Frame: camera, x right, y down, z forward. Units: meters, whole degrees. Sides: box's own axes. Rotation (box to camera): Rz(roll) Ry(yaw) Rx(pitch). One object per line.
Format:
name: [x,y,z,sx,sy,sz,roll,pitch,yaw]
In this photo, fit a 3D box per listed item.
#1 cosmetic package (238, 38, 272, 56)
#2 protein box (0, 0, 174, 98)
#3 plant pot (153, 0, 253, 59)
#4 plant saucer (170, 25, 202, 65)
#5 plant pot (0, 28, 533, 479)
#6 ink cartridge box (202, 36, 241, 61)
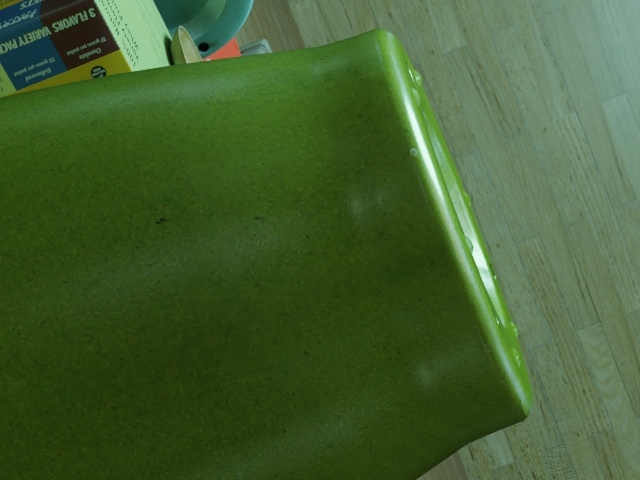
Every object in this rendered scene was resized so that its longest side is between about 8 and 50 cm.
cosmetic package: [-0.109,-0.149,1.857,0.296,0.129,0.153,-88,155,-70]
protein box: [-0.205,-0.141,1.207,0.201,0.136,0.200,-99,167,-56]
plant pot: [-0.167,-0.313,1.386,0.255,0.272,0.271,-103,168,-46]
plant saucer: [-0.116,-0.151,1.278,0.083,0.015,0.083,-21,90,-83]
plant pot: [-0.077,0.047,0.835,0.366,0.353,0.366,-21,90,-82]
ink cartridge box: [-0.144,-0.179,1.589,0.232,0.066,0.189,-9,75,-43]
